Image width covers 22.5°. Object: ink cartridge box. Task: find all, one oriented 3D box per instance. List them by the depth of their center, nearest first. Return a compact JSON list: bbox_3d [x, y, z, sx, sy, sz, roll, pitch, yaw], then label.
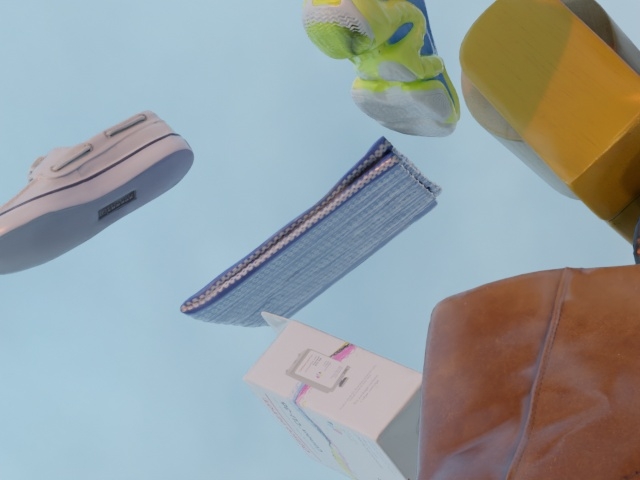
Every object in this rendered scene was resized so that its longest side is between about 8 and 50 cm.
[{"bbox_3d":[0.021,0.133,1.239,0.067,0.198,0.115,-49,-52,-18],"label":"ink cartridge box"}]

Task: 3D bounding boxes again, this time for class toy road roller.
[{"bbox_3d":[0.277,-0.081,1.067,0.240,0.329,0.202,-47,-36,8],"label":"toy road roller"}]

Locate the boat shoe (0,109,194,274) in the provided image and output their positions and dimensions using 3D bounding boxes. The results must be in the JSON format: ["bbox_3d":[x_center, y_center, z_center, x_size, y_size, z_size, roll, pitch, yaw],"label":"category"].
[{"bbox_3d":[-0.252,-0.052,1.616,0.258,0.084,0.095,-28,-25,-31],"label":"boat shoe"}]

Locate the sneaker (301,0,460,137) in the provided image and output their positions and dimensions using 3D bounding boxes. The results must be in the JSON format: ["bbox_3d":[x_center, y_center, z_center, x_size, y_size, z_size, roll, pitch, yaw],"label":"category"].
[{"bbox_3d":[0.068,-0.177,1.318,0.240,0.091,0.126,46,-123,-61],"label":"sneaker"}]

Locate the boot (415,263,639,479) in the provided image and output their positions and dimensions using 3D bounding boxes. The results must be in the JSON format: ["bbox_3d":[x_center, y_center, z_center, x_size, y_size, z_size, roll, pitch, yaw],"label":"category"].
[{"bbox_3d":[0.145,0.112,0.643,0.096,0.264,0.280,61,-148,-28],"label":"boot"}]

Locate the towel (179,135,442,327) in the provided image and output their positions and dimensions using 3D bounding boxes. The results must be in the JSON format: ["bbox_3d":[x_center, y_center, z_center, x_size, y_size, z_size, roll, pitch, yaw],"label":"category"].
[{"bbox_3d":[0.000,0.000,1.555,0.243,0.040,0.336,-38,-10,6],"label":"towel"}]
